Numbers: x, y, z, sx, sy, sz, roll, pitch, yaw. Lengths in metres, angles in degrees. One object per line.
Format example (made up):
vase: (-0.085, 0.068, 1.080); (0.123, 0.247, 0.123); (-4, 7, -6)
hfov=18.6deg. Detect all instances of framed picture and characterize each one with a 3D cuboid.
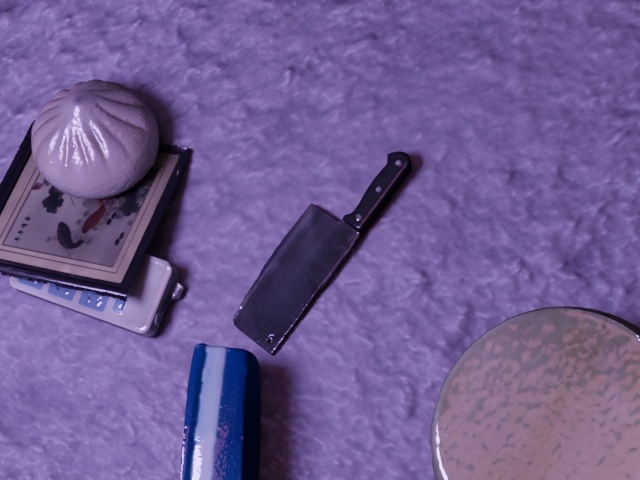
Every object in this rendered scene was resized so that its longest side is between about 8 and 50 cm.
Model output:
framed picture: (-0.256, -0.036, 2.052); (0.199, 0.010, 0.195); (11, 58, 19)

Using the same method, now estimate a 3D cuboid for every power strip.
power strip: (-0.236, 0.039, 2.038); (0.192, 0.035, 0.081); (19, 80, 23)

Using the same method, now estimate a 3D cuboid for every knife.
knife: (0.000, 0.000, 1.982); (0.072, 0.019, 0.245); (37, 89, 26)

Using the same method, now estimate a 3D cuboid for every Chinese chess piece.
Chinese chess piece: (0.226, 0.185, 1.801); (0.250, 0.101, 0.250); (-6, 71, 17)

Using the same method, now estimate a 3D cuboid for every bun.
bun: (-0.241, -0.117, 2.043); (0.138, 0.094, 0.138); (-4, 57, 7)

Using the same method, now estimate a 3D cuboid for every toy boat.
toy boat: (-0.097, 0.249, 1.895); (0.061, 0.096, 0.299); (0, 75, 9)
